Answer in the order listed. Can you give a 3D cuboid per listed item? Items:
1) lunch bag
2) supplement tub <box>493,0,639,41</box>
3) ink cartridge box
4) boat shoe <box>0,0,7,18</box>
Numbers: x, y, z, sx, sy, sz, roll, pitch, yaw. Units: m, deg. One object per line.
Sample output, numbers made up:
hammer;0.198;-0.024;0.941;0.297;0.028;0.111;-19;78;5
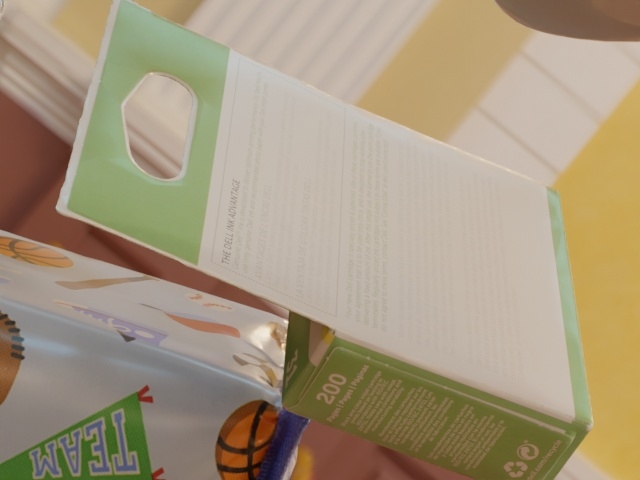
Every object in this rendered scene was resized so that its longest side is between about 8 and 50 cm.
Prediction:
lunch bag;-0.202;0.198;0.903;0.327;0.385;0.239;18;9;0
supplement tub;0.143;-0.264;0.639;0.241;0.241;0.331;-133;-154;-67
ink cartridge box;0.000;0.000;0.747;0.235;0.056;0.171;21;35;-13
boat shoe;-0.187;-0.115;0.896;0.035;0.035;0.100;10;19;23
